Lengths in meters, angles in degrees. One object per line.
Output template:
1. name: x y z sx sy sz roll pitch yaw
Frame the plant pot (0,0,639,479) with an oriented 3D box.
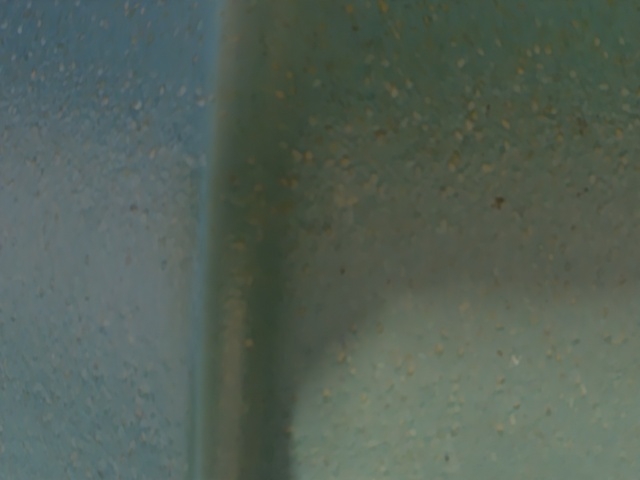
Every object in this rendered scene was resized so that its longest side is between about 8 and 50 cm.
1. plant pot: 0.000 0.000 0.543 0.248 0.247 0.252 -8 -74 -37
